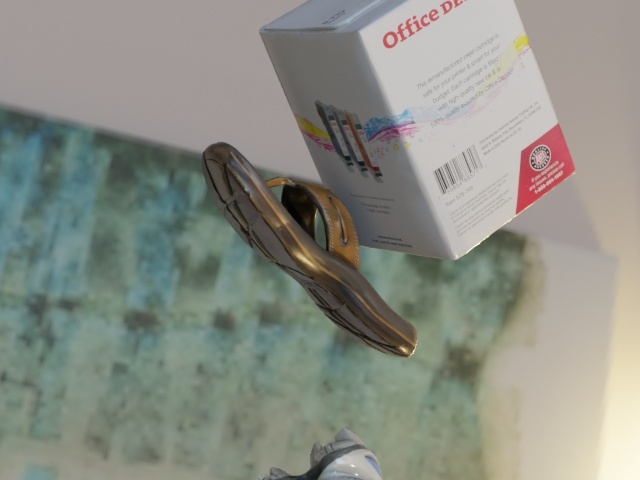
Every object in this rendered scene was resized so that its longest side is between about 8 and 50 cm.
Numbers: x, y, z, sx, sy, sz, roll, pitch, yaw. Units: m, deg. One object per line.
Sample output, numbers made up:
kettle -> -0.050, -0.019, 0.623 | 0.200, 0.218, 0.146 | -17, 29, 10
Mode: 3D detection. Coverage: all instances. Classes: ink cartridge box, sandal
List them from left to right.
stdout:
sandal -> 0.000, 0.000, 1.232 | 0.060, 0.219, 0.090 | -53, -155, -12
ink cartridge box -> 0.067, -0.097, 1.227 | 0.127, 0.128, 0.176 | 11, -51, 55

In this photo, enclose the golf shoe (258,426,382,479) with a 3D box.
golf shoe -> 0.023, 0.149, 0.662 | 0.086, 0.069, 0.176 | 55, -3, 39
